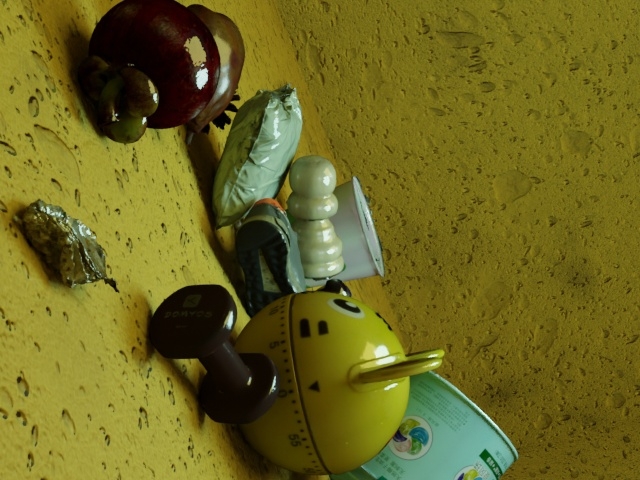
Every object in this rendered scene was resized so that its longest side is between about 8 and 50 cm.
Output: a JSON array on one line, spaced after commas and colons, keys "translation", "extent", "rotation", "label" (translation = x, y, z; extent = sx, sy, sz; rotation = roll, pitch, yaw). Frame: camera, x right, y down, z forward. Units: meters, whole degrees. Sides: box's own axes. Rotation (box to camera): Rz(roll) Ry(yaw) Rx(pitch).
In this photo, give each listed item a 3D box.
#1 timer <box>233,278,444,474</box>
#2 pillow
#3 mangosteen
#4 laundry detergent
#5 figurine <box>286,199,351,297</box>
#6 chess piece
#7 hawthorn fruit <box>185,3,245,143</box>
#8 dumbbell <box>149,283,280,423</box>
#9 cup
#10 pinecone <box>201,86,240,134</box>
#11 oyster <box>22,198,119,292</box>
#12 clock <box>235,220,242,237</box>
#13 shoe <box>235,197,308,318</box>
[{"translation": [0.036, 0.245, 1.668], "extent": [0.376, 0.387, 0.376], "rotation": [-15, 90, -81], "label": "timer"}, {"translation": [-0.133, -0.180, 1.927], "extent": [0.283, 0.138, 0.310], "rotation": [-58, 171, -71], "label": "pillow"}, {"translation": [-0.279, -0.260, 1.445], "extent": [0.257, 0.215, 0.215], "rotation": [-61, 142, -32], "label": "mangosteen"}, {"translation": [0.188, 0.454, 1.825], "extent": [0.287, 0.305, 0.287], "rotation": [41, -13, 11], "label": "laundry detergent"}, {"translation": [0.005, -0.006, 2.460], "extent": [0.154, 0.193, 0.421], "rotation": [36, 32, -67], "label": "figurine"}, {"translation": [-0.014, -0.058, 1.986], "extent": [0.143, 0.143, 0.261], "rotation": [-80, 172, -69], "label": "chess piece"}, {"translation": [-0.241, -0.305, 1.696], "extent": [0.208, 0.208, 0.248], "rotation": [-13, 98, -80], "label": "hawthorn fruit"}, {"translation": [-0.161, 0.180, 1.427], "extent": [0.225, 0.140, 0.124], "rotation": [64, 31, -42], "label": "dumbbell"}, {"translation": [0.000, 0.000, 2.202], "extent": [0.253, 0.274, 0.253], "rotation": [-16, 90, -81], "label": "cup"}, {"translation": [-0.229, -0.295, 1.911], "extent": [0.140, 0.121, 0.140], "rotation": [49, 21, -26], "label": "pinecone"}, {"translation": [-0.315, 0.008, 1.148], "extent": [0.105, 0.056, 0.177], "rotation": [64, 5, 27], "label": "oyster"}, {"translation": [-0.133, 0.031, 2.036], "extent": [0.155, 0.063, 0.229], "rotation": [60, 15, -53], "label": "clock"}, {"translation": [-0.095, 0.047, 1.915], "extent": [0.171, 0.132, 0.336], "rotation": [-87, 168, -50], "label": "shoe"}]
